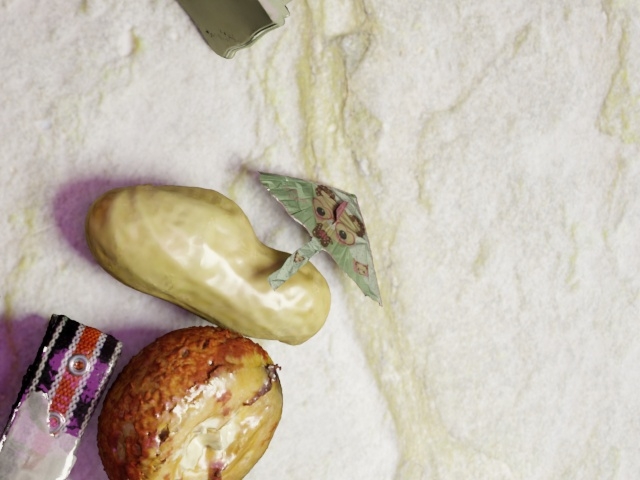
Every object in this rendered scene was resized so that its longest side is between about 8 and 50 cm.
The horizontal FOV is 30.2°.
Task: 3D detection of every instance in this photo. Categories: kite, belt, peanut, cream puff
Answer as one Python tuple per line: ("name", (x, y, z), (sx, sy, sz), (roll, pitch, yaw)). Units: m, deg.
("kite", (-0.001, 0.001, 1.451), (0.229, 0.012, 0.250), (48, 39, -5))
("belt", (-0.323, 0.251, 1.314), (0.094, 0.126, 0.359), (23, 65, -11))
("peanut", (-0.126, 0.022, 1.419), (0.319, 0.147, 0.147), (26, 81, -15))
("cream puff", (-0.153, 0.201, 1.378), (0.240, 0.164, 0.240), (-22, 130, -30))

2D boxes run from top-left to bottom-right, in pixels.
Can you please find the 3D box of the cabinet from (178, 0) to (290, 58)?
("cabinet", (-0.053, -0.435, 1.407), (0.318, 0.227, 0.290), (-40, 101, -18))
